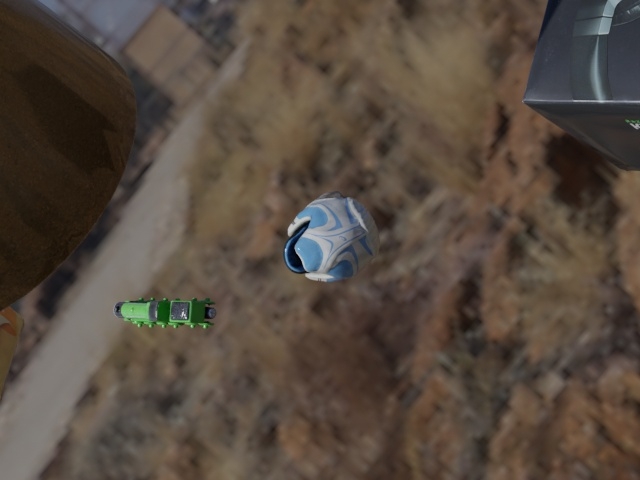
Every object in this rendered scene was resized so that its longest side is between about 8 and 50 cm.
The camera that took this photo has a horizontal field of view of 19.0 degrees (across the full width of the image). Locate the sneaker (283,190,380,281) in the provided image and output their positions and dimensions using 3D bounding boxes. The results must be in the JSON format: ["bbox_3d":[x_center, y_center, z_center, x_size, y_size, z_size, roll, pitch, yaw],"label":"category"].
[{"bbox_3d":[0.000,0.000,1.844,0.086,0.085,0.237,-19,0,-6],"label":"sneaker"}]

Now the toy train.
[{"bbox_3d":[-0.090,0.041,1.095,0.083,0.023,0.017,-2,83,50],"label":"toy train"}]

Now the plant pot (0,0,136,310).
[{"bbox_3d":[-0.280,-0.106,1.185,0.237,0.254,0.237,-19,47,22],"label":"plant pot"}]

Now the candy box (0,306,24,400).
[{"bbox_3d":[-0.373,0.017,1.435,0.087,0.316,0.183,-45,14,10],"label":"candy box"}]

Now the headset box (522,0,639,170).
[{"bbox_3d":[0.285,-0.174,1.206,0.246,0.131,0.283,3,73,43],"label":"headset box"}]
